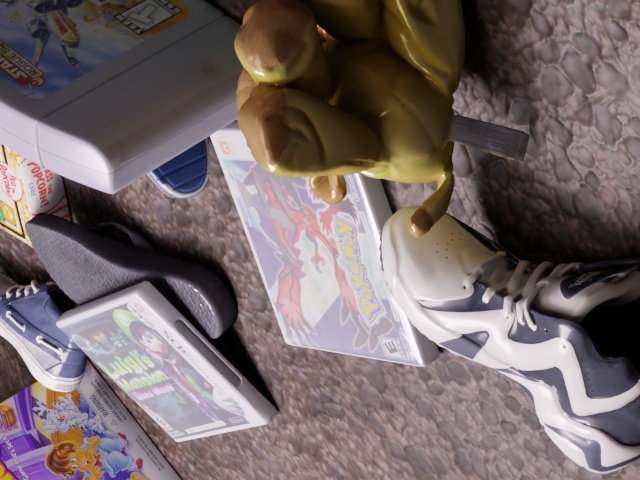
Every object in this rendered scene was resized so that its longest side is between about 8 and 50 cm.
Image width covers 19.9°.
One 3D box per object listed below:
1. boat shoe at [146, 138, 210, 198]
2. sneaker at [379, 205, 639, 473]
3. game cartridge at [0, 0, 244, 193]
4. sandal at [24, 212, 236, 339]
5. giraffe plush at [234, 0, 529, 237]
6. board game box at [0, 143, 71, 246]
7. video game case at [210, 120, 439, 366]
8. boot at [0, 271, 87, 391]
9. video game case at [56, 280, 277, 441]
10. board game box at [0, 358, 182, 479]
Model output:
[{"bbox_3d":[-0.149,-0.112,1.529,0.183,0.066,0.066,64,154,10],"label":"boat shoe"},{"bbox_3d":[0.149,0.034,1.201,0.235,0.094,0.153,49,146,16],"label":"sneaker"},{"bbox_3d":[-0.202,-0.157,1.429,0.297,0.198,0.062,37,142,31],"label":"game cartridge"},{"bbox_3d":[-0.172,0.030,1.693,0.254,0.054,0.097,19,139,34],"label":"sandal"},{"bbox_3d":[0.014,-0.102,1.245,0.210,0.181,0.170,32,169,-24],"label":"giraffe plush"},{"bbox_3d":[-0.329,-0.089,1.805,0.193,0.045,0.147,28,136,41],"label":"board game box"},{"bbox_3d":[0.000,0.000,1.444,0.183,0.023,0.201,5,120,53],"label":"video game case"},{"bbox_3d":[-0.295,0.067,1.886,0.190,0.069,0.086,41,123,32],"label":"boot"},{"bbox_3d":[-0.147,0.117,1.699,0.173,0.022,0.190,46,151,-14],"label":"video game case"},{"bbox_3d":[-0.235,0.316,1.835,0.347,0.233,0.078,50,147,14],"label":"board game box"}]
